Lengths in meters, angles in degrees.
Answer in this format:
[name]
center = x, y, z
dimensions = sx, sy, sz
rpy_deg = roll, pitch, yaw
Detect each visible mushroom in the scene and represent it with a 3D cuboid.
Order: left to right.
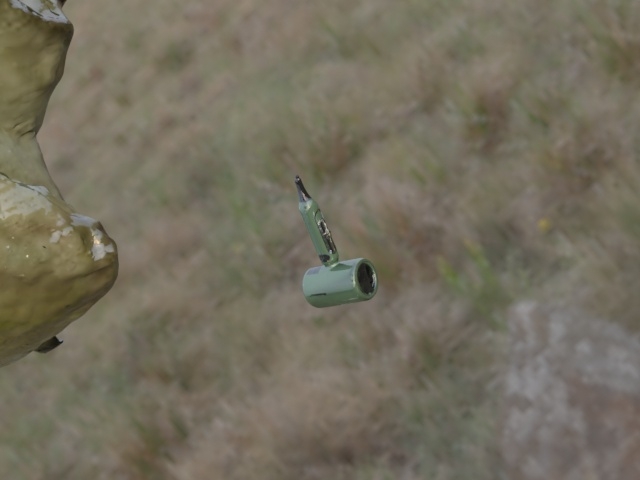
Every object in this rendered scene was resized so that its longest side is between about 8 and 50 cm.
[mushroom]
center = -0.247, -0.016, 0.960
dimensions = 0.292, 0.217, 0.212
rpy_deg = -28, -4, 27

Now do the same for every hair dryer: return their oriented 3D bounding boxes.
[hair dryer]
center = 0.000, 0.000, 1.890
dimensions = 0.071, 0.150, 0.047
rpy_deg = -11, 22, 34
